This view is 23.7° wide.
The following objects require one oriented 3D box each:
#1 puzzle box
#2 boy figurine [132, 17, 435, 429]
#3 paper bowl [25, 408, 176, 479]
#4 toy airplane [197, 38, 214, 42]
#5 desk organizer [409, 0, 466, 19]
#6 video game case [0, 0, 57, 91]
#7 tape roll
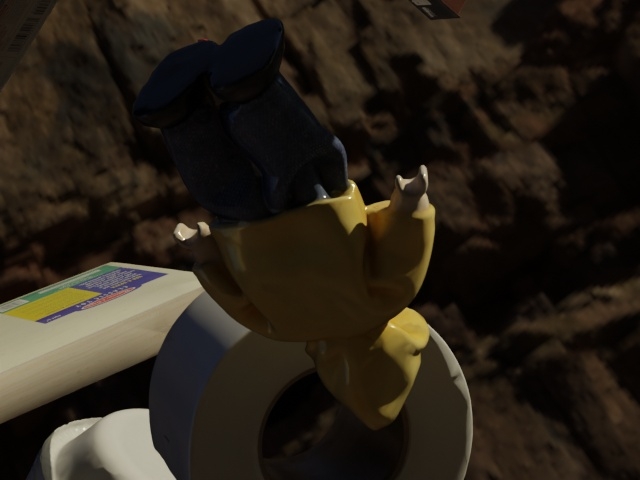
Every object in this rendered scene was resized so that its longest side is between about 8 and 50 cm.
[{"bbox_3d":[-0.321,0.120,1.575,0.409,0.272,0.052,-23,-75,-31],"label":"puzzle box"},{"bbox_3d":[0.000,0.000,0.983,0.177,0.092,0.285,-18,-60,25],"label":"boy figurine"},{"bbox_3d":[-0.184,0.296,1.689,0.284,0.284,0.148,11,-64,-39],"label":"paper bowl"},{"bbox_3d":[-0.102,-0.125,1.438,0.028,0.151,0.151,-45,-26,-42],"label":"toy airplane"},{"bbox_3d":[0.088,-0.269,1.456,0.130,0.047,0.050,36,-105,-30],"label":"desk organizer"},{"bbox_3d":[-0.250,-0.112,0.963,0.143,0.019,0.157,-6,-39,-55],"label":"video game case"},{"bbox_3d":[-0.012,0.150,1.307,0.246,0.169,0.246,-3,-81,-17],"label":"tape roll"}]
